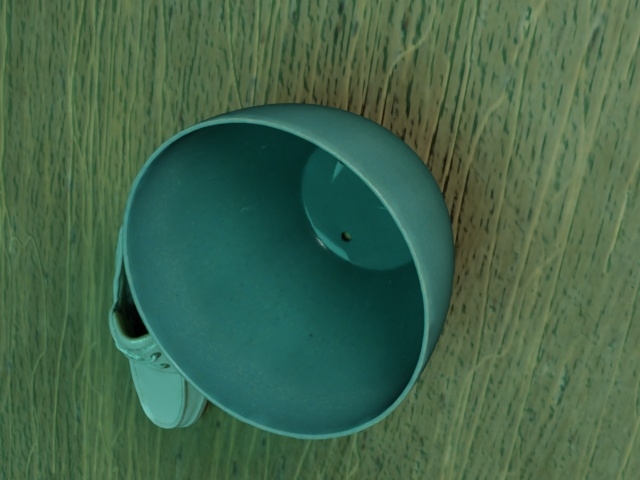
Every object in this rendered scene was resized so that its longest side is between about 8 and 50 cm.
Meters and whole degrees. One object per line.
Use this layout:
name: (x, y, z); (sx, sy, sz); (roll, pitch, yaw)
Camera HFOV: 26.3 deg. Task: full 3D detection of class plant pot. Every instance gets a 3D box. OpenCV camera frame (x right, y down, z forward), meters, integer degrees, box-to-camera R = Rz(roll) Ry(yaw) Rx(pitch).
plant pot: (0.000, 0.000, 1.206); (0.290, 0.195, 0.290); (13, 119, 24)

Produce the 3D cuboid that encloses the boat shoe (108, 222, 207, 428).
boat shoe: (-0.176, 0.086, 1.415); (0.098, 0.096, 0.277); (11, 118, 25)
